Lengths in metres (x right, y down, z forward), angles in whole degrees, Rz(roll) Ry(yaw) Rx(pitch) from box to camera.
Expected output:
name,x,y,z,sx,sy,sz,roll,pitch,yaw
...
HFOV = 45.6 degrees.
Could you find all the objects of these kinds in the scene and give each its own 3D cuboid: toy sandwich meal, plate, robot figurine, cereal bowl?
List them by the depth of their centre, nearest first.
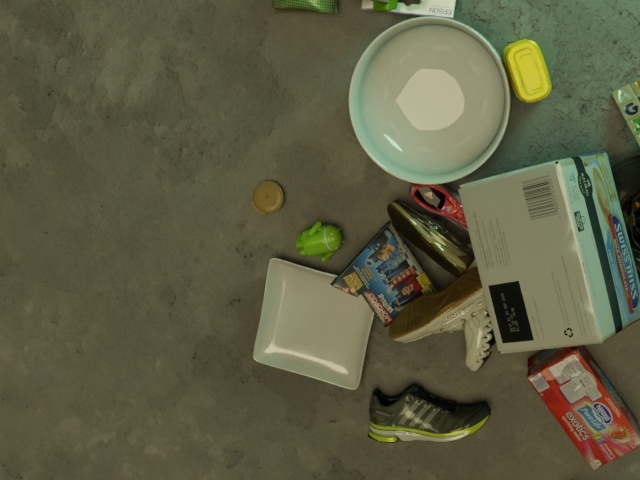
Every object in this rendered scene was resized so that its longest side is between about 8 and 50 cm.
name,x,y,z,sx,sy,sz,roll,pitch,yaw
cereal bowl,0.235,-0.294,1.603,0.338,0.141,0.339,4,104,16
robot figurine,0.000,0.000,1.784,0.115,0.067,0.101,-12,127,18
toy sandwich meal,-0.124,-0.101,1.817,0.085,0.029,0.086,1,92,16
plate,-0.011,0.198,1.848,0.277,0.045,0.278,14,106,12

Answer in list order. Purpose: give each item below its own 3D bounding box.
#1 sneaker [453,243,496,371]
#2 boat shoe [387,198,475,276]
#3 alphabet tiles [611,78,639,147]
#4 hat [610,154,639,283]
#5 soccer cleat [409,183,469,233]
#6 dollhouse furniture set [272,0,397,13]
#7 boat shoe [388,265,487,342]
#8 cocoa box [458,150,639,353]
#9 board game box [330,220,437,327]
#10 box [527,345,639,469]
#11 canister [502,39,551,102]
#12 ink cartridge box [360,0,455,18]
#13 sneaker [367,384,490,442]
name,x,y,z,sx,sy,sz,roll,pitch,yaw
sneaker,0.351,0.146,1.709,0.118,0.110,0.292,10,98,21
boat shoe,0.245,-0.016,1.674,0.223,0.080,0.073,43,71,12
alphabet tiles,0.717,-0.272,1.478,0.237,0.009,0.198,-27,55,20
hat,0.715,-0.036,1.537,0.331,0.134,0.332,7,102,33
soccer cleat,0.306,-0.063,1.666,0.248,0.095,0.083,29,109,8
dollhouse furniture set,-0.001,-0.575,1.570,0.301,0.151,0.198,9,106,25
boat shoe,0.276,0.160,1.644,0.277,0.098,0.096,-32,122,26
cocoa box,0.462,0.022,1.513,0.231,0.227,0.347,-14,89,45
board game box,0.131,0.089,1.737,0.194,0.060,0.194,-33,92,-1
box,0.580,0.351,1.676,0.128,0.122,0.257,-36,92,21
canister,0.414,-0.339,1.526,0.073,0.170,0.126,-19,98,17
ink cartridge box,0.197,-0.580,1.596,0.206,0.045,0.209,11,106,15
sneaker,0.248,0.403,1.795,0.299,0.111,0.121,-8,97,15
